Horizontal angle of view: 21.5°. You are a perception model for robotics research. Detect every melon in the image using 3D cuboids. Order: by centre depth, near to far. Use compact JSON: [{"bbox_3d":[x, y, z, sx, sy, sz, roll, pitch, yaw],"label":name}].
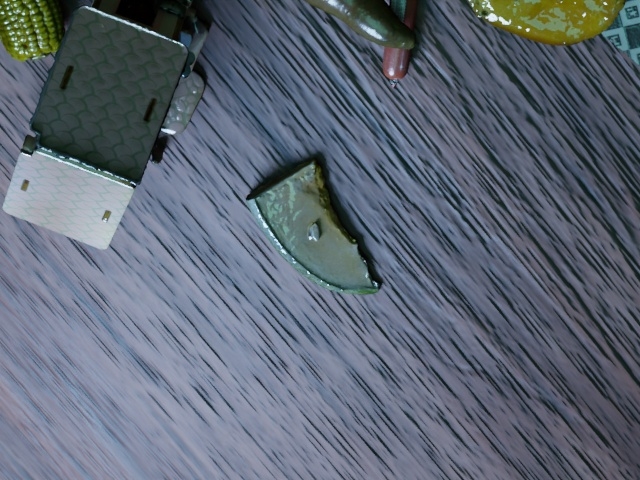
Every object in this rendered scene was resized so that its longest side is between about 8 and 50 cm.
[{"bbox_3d":[-0.008,0.002,1.979,0.098,0.054,0.182,-26,106,7],"label":"melon"}]

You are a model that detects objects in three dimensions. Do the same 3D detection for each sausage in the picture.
[{"bbox_3d":[0.093,-0.284,1.824,0.034,0.034,0.253,10,115,10],"label":"sausage"}]

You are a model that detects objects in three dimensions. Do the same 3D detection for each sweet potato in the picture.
[{"bbox_3d":[0.002,-0.283,1.823,0.244,0.077,0.077,42,116,-4],"label":"sweet potato"}]

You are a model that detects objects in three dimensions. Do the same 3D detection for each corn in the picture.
[{"bbox_3d":[-0.345,-0.315,1.895,0.080,0.080,0.231,-5,111,16],"label":"corn"}]

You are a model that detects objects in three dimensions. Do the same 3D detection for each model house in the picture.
[{"bbox_3d":[-0.226,-0.142,1.842,0.169,0.244,0.326,24,116,-8],"label":"model house"}]

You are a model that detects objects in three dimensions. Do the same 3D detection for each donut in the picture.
[{"bbox_3d":[0.240,-0.290,1.771,0.178,0.065,0.162,27,122,0],"label":"donut"}]

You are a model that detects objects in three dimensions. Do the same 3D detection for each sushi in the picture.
[{"bbox_3d":[0.379,-0.230,1.783,0.126,0.026,0.120,41,119,-1],"label":"sushi"}]
